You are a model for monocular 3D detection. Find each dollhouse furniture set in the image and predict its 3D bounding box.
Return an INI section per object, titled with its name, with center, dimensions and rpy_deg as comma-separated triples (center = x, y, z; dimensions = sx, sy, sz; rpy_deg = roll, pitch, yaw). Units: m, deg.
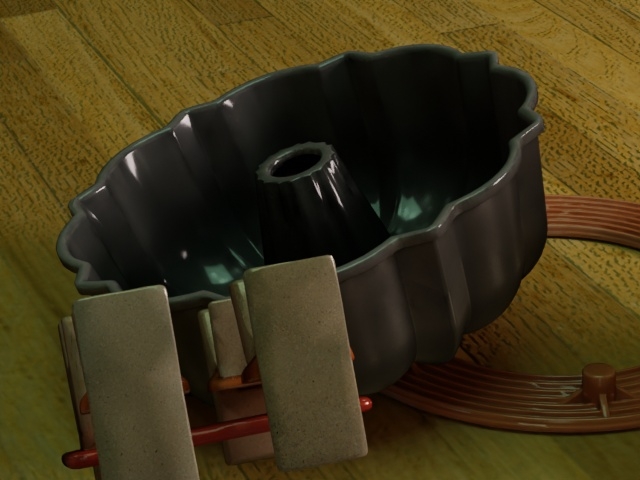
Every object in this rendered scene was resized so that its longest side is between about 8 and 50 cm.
[dollhouse furniture set]
center = -0.105, 0.104, 0.940
dimensions = 0.259, 0.135, 0.262
rpy_deg = -10, -4, -9

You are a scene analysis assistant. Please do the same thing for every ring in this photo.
[ring]
center = 0.163, 0.033, 1.328
dimensions = 0.336, 0.032, 0.336
rpy_deg = -2, 26, 1

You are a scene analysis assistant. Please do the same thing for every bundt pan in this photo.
[bundt pan]
center = 0.000, 0.000, 1.255
dimensions = 0.331, 0.124, 0.331
rpy_deg = -15, 27, 8
